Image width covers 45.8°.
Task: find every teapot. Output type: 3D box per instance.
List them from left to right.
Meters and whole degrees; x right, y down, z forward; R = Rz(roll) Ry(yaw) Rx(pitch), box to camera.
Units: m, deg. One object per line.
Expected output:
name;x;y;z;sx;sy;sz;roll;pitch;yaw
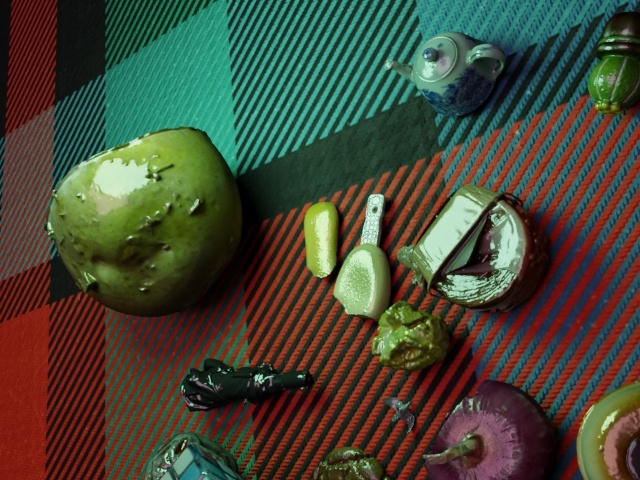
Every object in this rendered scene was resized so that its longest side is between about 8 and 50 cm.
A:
teapot;0.242;-0.326;1.424;0.232;0.159;0.159;0;78;39

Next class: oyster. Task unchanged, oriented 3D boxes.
oyster;0.172;0.047;1.451;0.083;0.038;0.080;10;87;39

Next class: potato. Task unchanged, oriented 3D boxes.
potato;-0.365;-0.007;1.686;0.442;0.385;0.319;-46;65;33

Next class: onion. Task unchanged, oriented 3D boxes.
onion;0.281;0.339;1.206;0.200;0.200;0.207;19;59;41

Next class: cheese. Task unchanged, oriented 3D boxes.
cheese;0.093;0.031;1.513;0.127;0.050;0.255;0;77;41

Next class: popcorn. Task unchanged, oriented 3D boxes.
popcorn;0.163;0.177;1.369;0.145;0.126;0.126;-41;44;53

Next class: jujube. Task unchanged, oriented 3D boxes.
jujube;-0.292;0.560;1.573;0.226;0.226;0.317;31;95;40

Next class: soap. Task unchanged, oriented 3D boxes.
soap;0.000;0.000;1.606;0.089;0.033;0.168;-9;73;39

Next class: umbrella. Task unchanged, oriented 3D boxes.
umbrella;-0.158;0.303;1.607;0.340;0.118;0.118;-11;71;36

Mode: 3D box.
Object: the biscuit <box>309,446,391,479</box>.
biscuit;0.053;0.504;1.423;0.226;0.042;0.226;-13;69;37

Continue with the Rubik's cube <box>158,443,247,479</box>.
Rubik's cube;-0.183;0.594;1.340;0.293;0.287;0.292;-51;29;-9

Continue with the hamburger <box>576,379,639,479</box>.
hamburger;0.482;0.300;1.064;0.237;0.147;0.237;-5;79;26

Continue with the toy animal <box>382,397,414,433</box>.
toy animal;0.151;0.313;1.402;0.084;0.028;0.050;52;119;35

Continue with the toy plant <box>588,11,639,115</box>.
toy plant;0.495;-0.286;1.244;0.093;0.093;0.162;17;89;41

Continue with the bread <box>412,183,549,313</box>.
bread;0.276;0.021;1.306;0.224;0.142;0.212;-55;48;12
